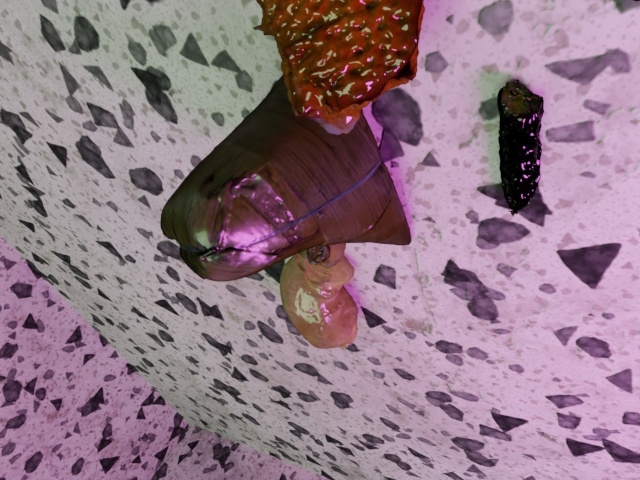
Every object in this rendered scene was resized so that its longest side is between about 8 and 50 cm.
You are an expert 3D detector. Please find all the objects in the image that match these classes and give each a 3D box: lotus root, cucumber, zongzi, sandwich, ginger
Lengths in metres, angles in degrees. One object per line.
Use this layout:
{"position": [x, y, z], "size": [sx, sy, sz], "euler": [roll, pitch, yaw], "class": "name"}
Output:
{"position": [0.001, -0.001, 0.741], "size": [0.090, 0.183, 0.077], "euler": [24, 99, -6], "class": "lotus root"}
{"position": [0.250, -0.109, 0.538], "size": [0.053, 0.053, 0.181], "euler": [7, 137, 29], "class": "cucumber"}
{"position": [-0.006, -0.016, 0.599], "size": [0.160, 0.323, 0.360], "euler": [11, 145, 47], "class": "zongzi"}
{"position": [0.032, -0.263, 0.433], "size": [0.250, 0.162, 0.301], "euler": [12, 108, 6], "class": "sandwich"}
{"position": [0.000, 0.125, 0.887], "size": [0.152, 0.138, 0.267], "euler": [2, 128, 26], "class": "ginger"}
